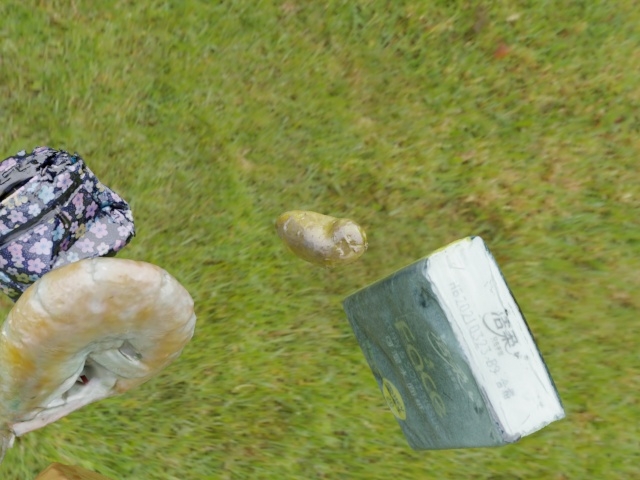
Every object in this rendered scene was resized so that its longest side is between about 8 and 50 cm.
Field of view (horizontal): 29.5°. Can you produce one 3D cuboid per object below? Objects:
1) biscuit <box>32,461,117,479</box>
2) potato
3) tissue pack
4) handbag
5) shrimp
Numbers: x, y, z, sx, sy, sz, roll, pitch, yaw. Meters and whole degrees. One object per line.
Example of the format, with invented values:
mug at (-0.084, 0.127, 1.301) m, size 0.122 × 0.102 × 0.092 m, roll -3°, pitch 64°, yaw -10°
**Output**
biscuit at (-0.007, 0.229, 0.684) m, size 0.365 × 0.385 × 0.062 m, roll 28°, pitch 78°, yaw -12°
potato at (0.000, 0.000, 1.061) m, size 0.092 × 0.045 × 0.046 m, roll 11°, pitch 72°, yaw 28°
tissue pack at (0.122, 0.109, 1.196) m, size 0.081 × 0.257 × 0.185 m, roll -25°, pitch 87°, yaw -19°
handbag at (-0.395, -0.022, 1.703) m, size 0.228 × 0.127 × 0.208 m, roll -37°, pitch 130°, yaw 0°
shrimp at (-0.231, 0.123, 1.127) m, size 0.168 × 0.317 × 0.077 m, roll 19°, pitch 40°, yaw -29°
